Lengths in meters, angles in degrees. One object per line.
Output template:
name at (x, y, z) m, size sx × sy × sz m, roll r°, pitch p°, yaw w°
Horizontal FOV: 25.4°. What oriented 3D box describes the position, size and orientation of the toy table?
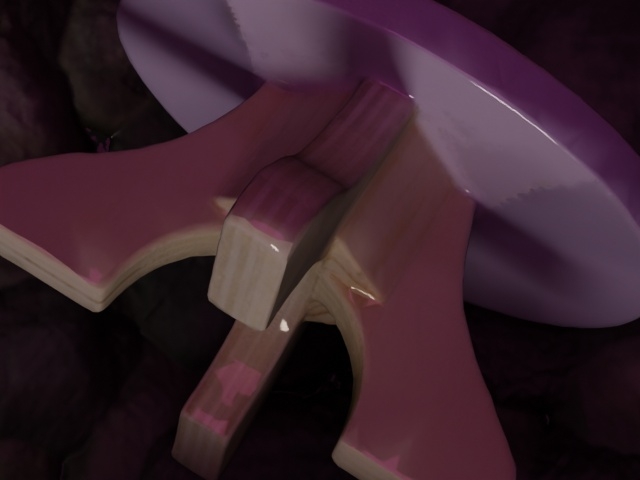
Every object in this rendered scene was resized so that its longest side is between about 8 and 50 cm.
toy table at (0.000, 0.000, 0.613) m, size 0.274 × 0.252 × 0.161 m, roll 25°, pitch 61°, yaw 16°
